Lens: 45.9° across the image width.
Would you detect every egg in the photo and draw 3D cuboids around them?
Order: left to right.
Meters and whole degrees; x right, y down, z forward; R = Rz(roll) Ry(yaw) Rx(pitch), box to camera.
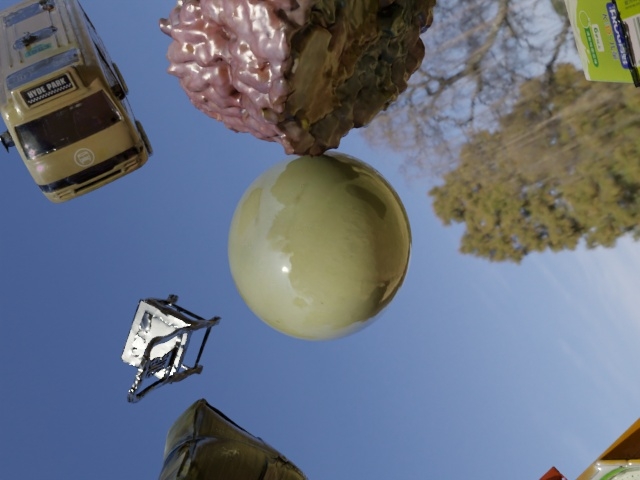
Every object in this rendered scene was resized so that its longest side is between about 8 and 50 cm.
[{"bbox_3d":[0.000,0.000,0.772,0.186,0.186,0.242,51,-162,-19],"label":"egg"}]

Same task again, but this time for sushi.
[{"bbox_3d":[-0.019,-0.201,0.718,0.270,0.171,0.236,-47,-39,-37],"label":"sushi"}]

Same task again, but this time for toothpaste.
[{"bbox_3d":[0.281,-0.316,0.746,0.110,0.077,0.327,-113,2,-76],"label":"toothpaste"}]

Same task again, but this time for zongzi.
[{"bbox_3d":[-0.105,0.336,0.959,0.221,0.112,0.242,33,-164,-14],"label":"zongzi"}]

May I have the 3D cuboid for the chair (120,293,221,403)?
[{"bbox_3d":[-0.250,0.156,1.129,0.106,0.113,0.229,-71,-18,7],"label":"chair"}]

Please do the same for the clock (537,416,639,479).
[{"bbox_3d":[0.341,0.325,0.809,0.235,0.309,0.166,45,-175,27],"label":"clock"}]

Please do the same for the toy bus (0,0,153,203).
[{"bbox_3d":[-0.306,-0.181,0.902,0.289,0.139,0.157,-120,8,-46],"label":"toy bus"}]
